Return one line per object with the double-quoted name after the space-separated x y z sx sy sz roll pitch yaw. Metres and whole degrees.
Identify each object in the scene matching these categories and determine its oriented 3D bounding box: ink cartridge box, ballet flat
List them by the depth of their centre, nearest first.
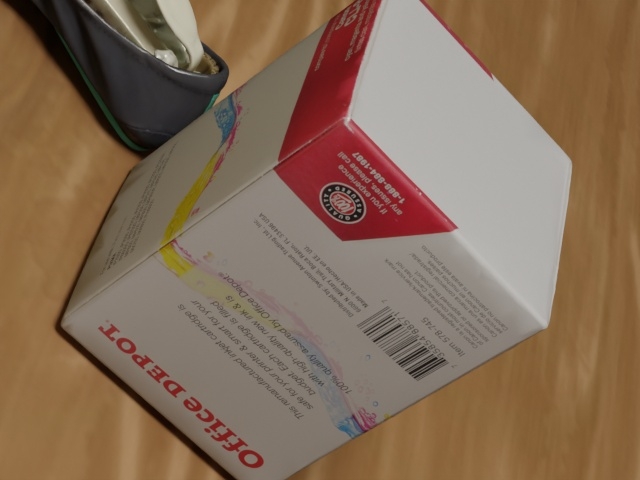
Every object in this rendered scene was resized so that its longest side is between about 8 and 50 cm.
0.000 0.000 0.808 0.128 0.176 0.127 45 33 -20 "ink cartridge box"
-0.115 -0.136 0.868 0.203 0.074 0.074 52 33 -8 "ballet flat"
